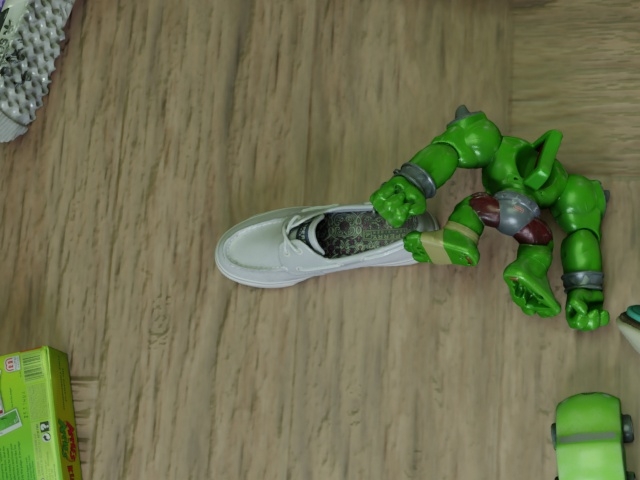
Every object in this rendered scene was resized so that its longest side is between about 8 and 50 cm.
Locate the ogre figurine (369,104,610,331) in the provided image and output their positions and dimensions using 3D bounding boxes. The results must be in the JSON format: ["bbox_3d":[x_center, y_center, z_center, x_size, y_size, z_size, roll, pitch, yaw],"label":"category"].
[{"bbox_3d":[0.145,-0.021,1.235,0.197,0.097,0.118,23,67,9],"label":"ogre figurine"}]

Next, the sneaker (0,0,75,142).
[{"bbox_3d":[-0.277,-0.243,1.408,0.146,0.102,0.293,21,83,20],"label":"sneaker"}]

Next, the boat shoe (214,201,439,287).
[{"bbox_3d":[0.000,0.000,1.292,0.184,0.063,0.066,0,76,15],"label":"boat shoe"}]

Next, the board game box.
[{"bbox_3d":[-0.245,0.185,1.323,0.092,0.043,0.181,-13,73,12],"label":"board game box"}]

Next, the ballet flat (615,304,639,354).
[{"bbox_3d":[0.330,0.111,1.172,0.248,0.086,0.086,13,80,17],"label":"ballet flat"}]

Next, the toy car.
[{"bbox_3d":[0.201,0.220,1.188,0.239,0.053,0.225,-7,75,13],"label":"toy car"}]
